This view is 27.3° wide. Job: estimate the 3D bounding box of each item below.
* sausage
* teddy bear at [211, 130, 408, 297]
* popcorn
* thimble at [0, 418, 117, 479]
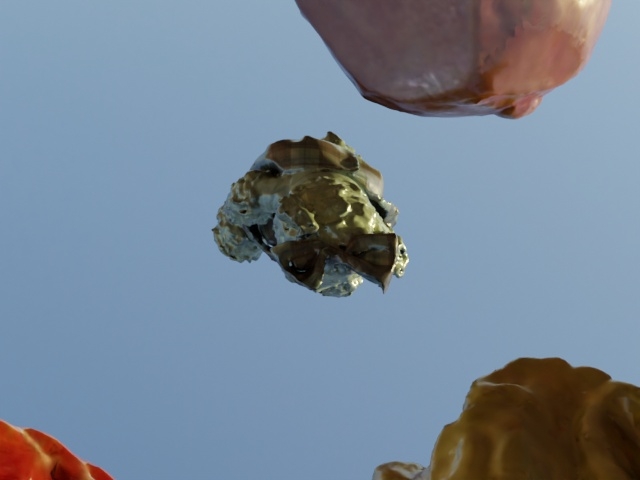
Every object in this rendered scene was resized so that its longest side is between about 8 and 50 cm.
[{"bbox_3d":[0.036,-0.179,0.583,0.153,0.268,0.141,-18,-165,48],"label":"sausage"},{"bbox_3d":[0.005,-0.019,0.893,0.133,0.111,0.213,18,177,-12],"label":"teddy bear"},{"bbox_3d":[0.132,0.179,0.699,0.190,0.250,0.250,-17,-166,39],"label":"popcorn"},{"bbox_3d":[-0.285,0.320,1.061,0.350,0.230,0.350,36,-161,-14],"label":"thimble"}]
